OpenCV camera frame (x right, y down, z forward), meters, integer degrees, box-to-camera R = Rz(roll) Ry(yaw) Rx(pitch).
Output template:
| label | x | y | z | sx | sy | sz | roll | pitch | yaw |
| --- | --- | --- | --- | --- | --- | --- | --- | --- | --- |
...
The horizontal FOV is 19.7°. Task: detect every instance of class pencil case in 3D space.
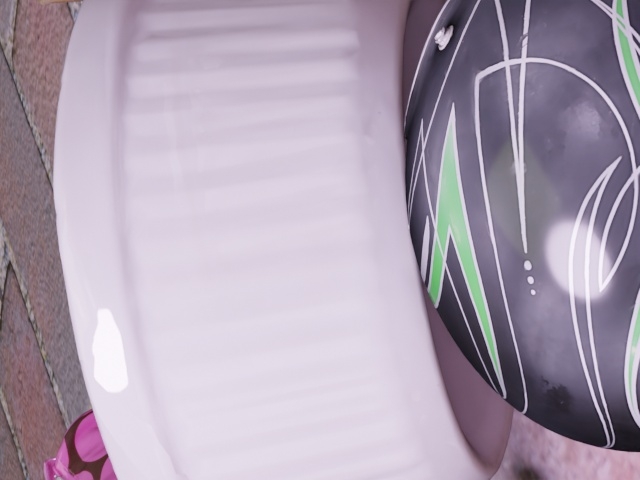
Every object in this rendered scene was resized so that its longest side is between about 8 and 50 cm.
| label | x | y | z | sx | sy | sz | roll | pitch | yaw |
| --- | --- | --- | --- | --- | --- | --- | --- | --- | --- |
| pencil case | -0.125 | 0.194 | 1.324 | 0.209 | 0.098 | 0.095 | -145 | 51 | -60 |

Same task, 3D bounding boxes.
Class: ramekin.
| label | x | y | z | sx | sy | sz | roll | pitch | yaw |
| --- | --- | --- | --- | --- | --- | --- | --- | --- | --- |
| ramekin | 0.000 | 0.000 | 0.779 | 0.273 | 0.127 | 0.272 | -8 | -90 | -75 |

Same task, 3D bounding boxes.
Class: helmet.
| label | x | y | z | sx | sy | sz | roll | pitch | yaw |
| --- | --- | --- | --- | --- | --- | --- | --- | --- | --- |
| helmet | 0.105 | -0.018 | 0.603 | 0.161 | 0.169 | 0.169 | 92 | 162 | -66 |

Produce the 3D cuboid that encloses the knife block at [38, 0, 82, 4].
| label | x | y | z | sx | sy | sz | roll | pitch | yaw |
| --- | --- | --- | --- | --- | --- | --- | --- | --- | --- |
| knife block | -0.184 | -0.328 | 1.298 | 0.275 | 0.088 | 0.242 | -123 | 32 | -48 |
